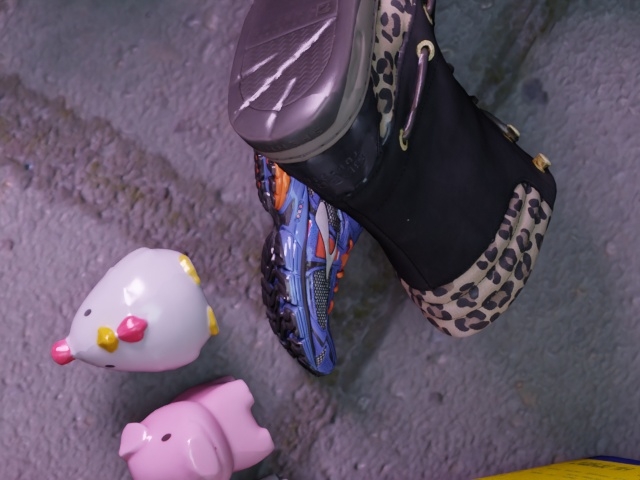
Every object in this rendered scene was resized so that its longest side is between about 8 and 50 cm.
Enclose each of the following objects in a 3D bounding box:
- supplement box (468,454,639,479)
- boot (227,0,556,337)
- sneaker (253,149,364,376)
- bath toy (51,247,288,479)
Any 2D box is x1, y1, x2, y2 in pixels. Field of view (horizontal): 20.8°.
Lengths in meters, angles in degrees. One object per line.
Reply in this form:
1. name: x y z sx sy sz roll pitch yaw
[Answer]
1. supplement box: 0.155 0.289 1.312 0.356 0.194 0.195 -4 93 -36
2. boot: 0.074 -0.136 1.363 0.138 0.377 0.284 -17 132 30
3. sneaker: 0.000 0.000 1.402 0.087 0.083 0.221 -4 95 -14
4. bath toy: -0.097 0.178 1.357 0.129 0.151 0.348 -25 94 -12
